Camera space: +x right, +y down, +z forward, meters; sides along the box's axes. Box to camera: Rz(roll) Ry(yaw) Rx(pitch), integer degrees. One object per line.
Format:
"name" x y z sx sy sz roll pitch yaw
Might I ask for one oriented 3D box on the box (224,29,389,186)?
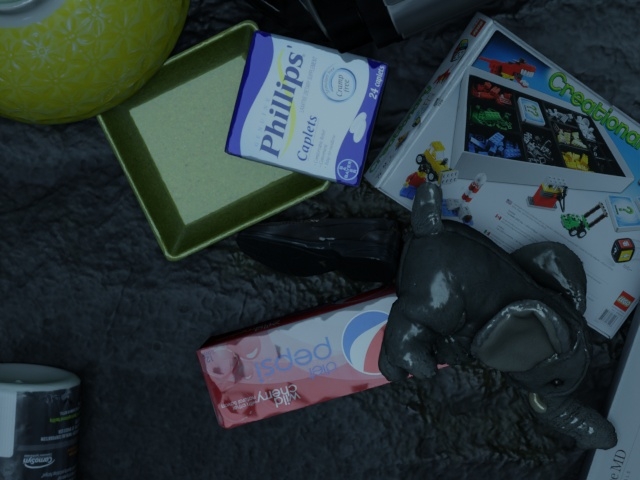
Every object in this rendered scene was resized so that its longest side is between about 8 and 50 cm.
"box" -0.013 -0.128 1.635 0.137 0.072 0.126 14 95 2

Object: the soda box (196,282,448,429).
"soda box" 0.014 0.110 1.697 0.263 0.083 0.092 -17 94 5

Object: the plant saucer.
"plant saucer" -0.109 -0.101 1.704 0.188 0.045 0.188 -25 93 7

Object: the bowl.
"bowl" -0.281 -0.264 1.623 0.290 0.156 0.289 0 87 9

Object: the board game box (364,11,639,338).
"board game box" 0.219 -0.059 1.627 0.305 0.053 0.193 32 97 -21

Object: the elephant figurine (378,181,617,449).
"elephant figurine" 0.184 0.077 1.561 0.240 0.186 0.169 13 71 4

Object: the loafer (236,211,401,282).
"loafer" 0.000 0.000 1.708 0.170 0.062 0.061 9 58 10

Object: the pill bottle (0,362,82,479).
"pill bottle" -0.315 0.256 1.713 0.131 0.130 0.245 5 96 4

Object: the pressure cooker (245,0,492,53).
"pressure cooker" 0.064 -0.374 1.499 0.420 0.375 0.369 -24 96 6

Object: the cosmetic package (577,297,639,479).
"cosmetic package" 0.432 0.146 1.621 0.285 0.097 0.377 17 109 8
